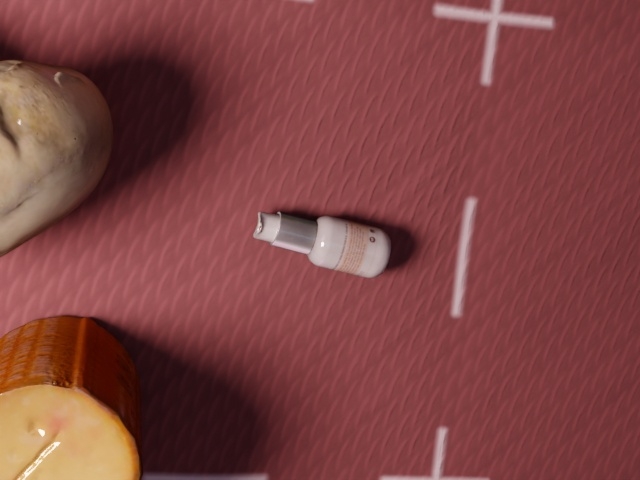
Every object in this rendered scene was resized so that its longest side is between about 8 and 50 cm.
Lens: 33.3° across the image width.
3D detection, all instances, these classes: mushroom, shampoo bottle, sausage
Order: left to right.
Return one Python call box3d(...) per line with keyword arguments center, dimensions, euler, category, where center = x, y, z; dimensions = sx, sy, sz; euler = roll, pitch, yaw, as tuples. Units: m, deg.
box3d(center=(-0.415, -0.096, 1.270), dimensions=(0.315, 0.356, 0.315), euler=(-24, 122, -44), category="mushroom")
box3d(center=(-0.338, 0.239, 1.339), dimensions=(0.233, 0.287, 0.233), euler=(-2, 103, -8), category="sausage")
box3d(center=(0.000, 0.000, 1.484), dimensions=(0.192, 0.074, 0.074), euler=(13, 97, -14), category="shampoo bottle")
